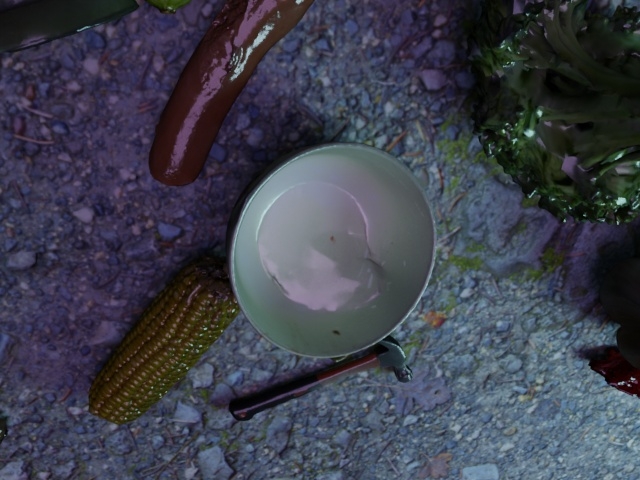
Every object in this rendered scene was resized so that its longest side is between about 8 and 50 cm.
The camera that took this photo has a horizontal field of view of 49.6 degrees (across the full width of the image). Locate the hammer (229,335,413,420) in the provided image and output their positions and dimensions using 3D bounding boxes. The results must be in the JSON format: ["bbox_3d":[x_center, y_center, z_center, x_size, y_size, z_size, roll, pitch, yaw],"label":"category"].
[{"bbox_3d":[-0.004,0.221,1.087,0.288,0.033,0.111,-22,117,3],"label":"hammer"}]

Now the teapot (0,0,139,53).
[{"bbox_3d":[-0.307,-0.359,0.650,0.270,0.200,0.337,5,122,37],"label":"teapot"}]

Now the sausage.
[{"bbox_3d":[-0.113,-0.208,0.839,0.087,0.079,0.326,33,106,-10],"label":"sausage"}]

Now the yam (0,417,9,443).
[{"bbox_3d":[-0.592,0.255,1.006,0.264,0.046,0.046,14,112,-15],"label":"yam"}]

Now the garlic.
[{"bbox_3d":[0.532,0.106,1.015,0.210,0.292,0.237,-28,92,15],"label":"garlic"}]

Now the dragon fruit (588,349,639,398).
[{"bbox_3d":[0.510,0.207,1.143,0.131,0.097,0.063,23,108,3],"label":"dragon fruit"}]

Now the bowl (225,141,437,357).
[{"bbox_3d":[0.000,0.000,0.903,0.277,0.145,0.277,-5,106,-18],"label":"bowl"}]

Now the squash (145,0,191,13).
[{"bbox_3d":[-0.160,-0.342,0.747,0.123,0.123,0.186,3,117,-10],"label":"squash"}]

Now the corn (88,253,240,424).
[{"bbox_3d":[-0.216,0.142,0.976,0.115,0.115,0.318,36,106,-22],"label":"corn"}]

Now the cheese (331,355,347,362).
[{"bbox_3d":[0.017,0.149,1.048,0.084,0.041,0.060,41,95,6],"label":"cheese"}]

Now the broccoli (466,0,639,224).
[{"bbox_3d":[0.347,-0.185,0.821,0.375,0.302,0.249,50,61,-20],"label":"broccoli"}]
